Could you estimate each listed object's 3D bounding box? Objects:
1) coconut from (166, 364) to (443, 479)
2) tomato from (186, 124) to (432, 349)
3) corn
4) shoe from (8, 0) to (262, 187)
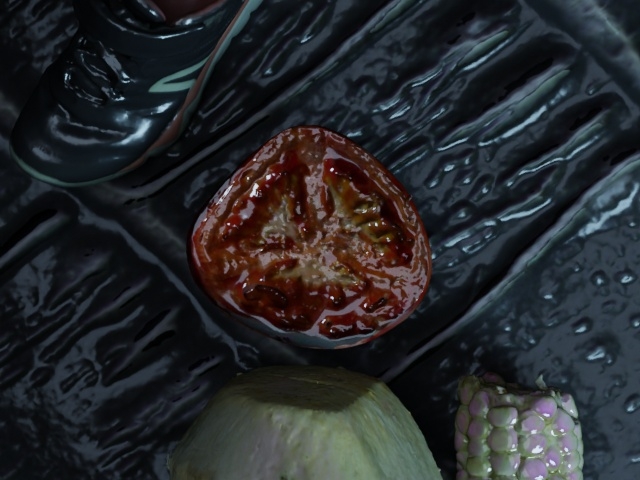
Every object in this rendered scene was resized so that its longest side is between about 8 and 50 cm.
[{"bbox_3d":[-0.009,0.213,1.329,0.197,0.237,0.236,-2,92,-24],"label":"coconut"},{"bbox_3d":[0.000,0.009,1.381,0.174,0.082,0.166,43,95,11],"label":"tomato"},{"bbox_3d":[0.152,0.266,1.351,0.127,0.126,0.335,-3,86,11],"label":"corn"},{"bbox_3d":[-0.135,-0.156,1.373,0.114,0.137,0.291,39,100,8],"label":"shoe"}]
